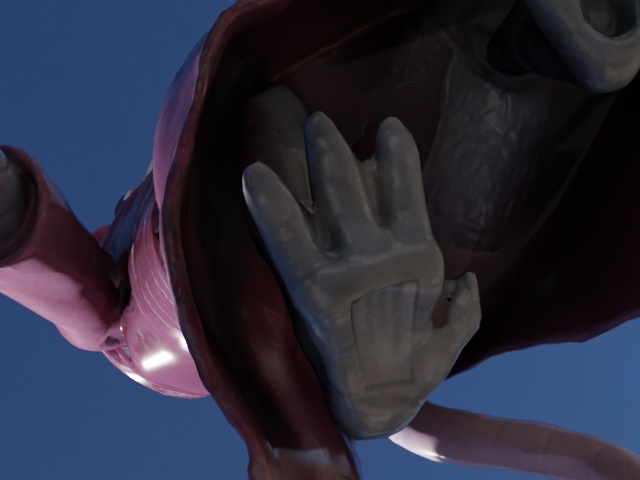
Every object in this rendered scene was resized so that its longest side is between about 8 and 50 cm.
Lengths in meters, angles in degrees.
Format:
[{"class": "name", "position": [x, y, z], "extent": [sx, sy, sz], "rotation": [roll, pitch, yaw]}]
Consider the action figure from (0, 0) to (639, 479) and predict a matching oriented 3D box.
[{"class": "action figure", "position": [0.000, 0.000, 0.526], "extent": [0.248, 0.370, 0.276], "rotation": [-14, -97, -26]}]
